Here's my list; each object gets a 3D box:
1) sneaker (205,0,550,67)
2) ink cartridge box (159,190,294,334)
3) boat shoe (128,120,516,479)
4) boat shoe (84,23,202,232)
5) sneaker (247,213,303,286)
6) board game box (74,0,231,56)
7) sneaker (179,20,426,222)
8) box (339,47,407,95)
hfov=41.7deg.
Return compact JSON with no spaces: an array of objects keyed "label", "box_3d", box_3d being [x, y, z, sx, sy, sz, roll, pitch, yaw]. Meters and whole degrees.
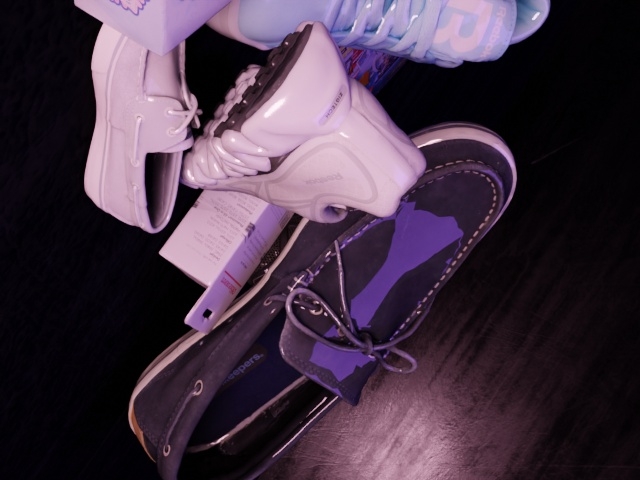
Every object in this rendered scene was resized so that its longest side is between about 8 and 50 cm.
[{"label":"sneaker","box_3d":[0.071,-0.195,0.631,0.366,0.150,0.135,-26,142,-48]},{"label":"ink cartridge box","box_3d":[-0.087,-0.006,0.794,0.180,0.060,0.104,-55,169,-8]},{"label":"boat shoe","box_3d":[0.009,0.084,0.853,0.500,0.156,0.187,-41,125,9]},{"label":"boat shoe","box_3d":[-0.105,-0.077,0.526,0.066,0.063,0.184,-42,162,-50]},{"label":"sneaker","box_3d":[0.000,0.000,1.001,0.227,0.130,0.087,-46,166,-48]},{"label":"board game box","box_3d":[0.005,-0.294,0.385,0.318,0.066,0.318,-49,166,-30]},{"label":"sneaker","box_3d":[-0.024,-0.061,0.591,0.110,0.118,0.292,-57,-164,-6]},{"label":"box","box_3d":[0.038,-0.193,0.839,0.233,0.044,0.159,-50,166,-29]}]
